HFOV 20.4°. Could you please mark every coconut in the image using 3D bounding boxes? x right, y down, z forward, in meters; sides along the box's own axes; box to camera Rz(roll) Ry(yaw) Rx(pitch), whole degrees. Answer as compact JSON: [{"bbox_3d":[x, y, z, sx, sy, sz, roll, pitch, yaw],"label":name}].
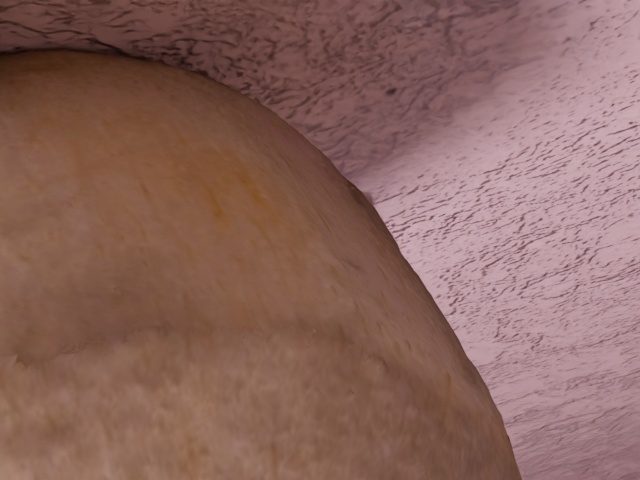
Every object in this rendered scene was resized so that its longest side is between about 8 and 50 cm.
[{"bbox_3d":[-0.119,0.108,0.767,0.415,0.415,0.345,-9,123,-10],"label":"coconut"}]
